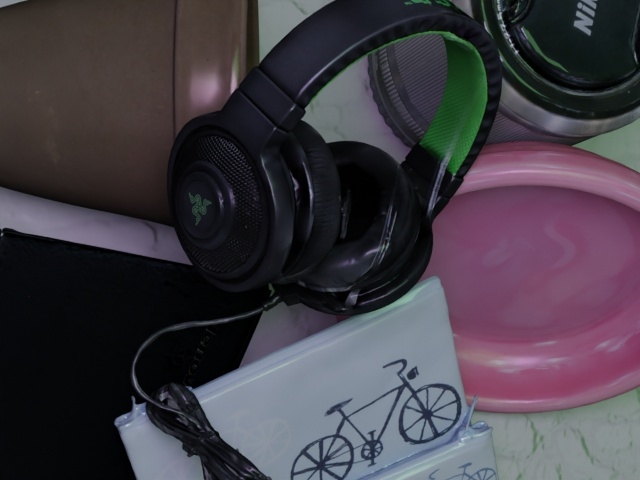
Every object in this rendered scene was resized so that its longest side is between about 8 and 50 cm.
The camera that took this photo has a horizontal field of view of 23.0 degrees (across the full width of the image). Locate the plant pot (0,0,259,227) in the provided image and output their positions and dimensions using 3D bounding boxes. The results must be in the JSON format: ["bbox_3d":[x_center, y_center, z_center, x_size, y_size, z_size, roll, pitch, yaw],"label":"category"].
[{"bbox_3d":[-0.168,-0.123,1.333,0.229,0.263,0.263,1,82,1],"label":"plant pot"}]

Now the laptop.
[{"bbox_3d":[-0.321,0.128,1.262,0.408,0.236,0.382,26,102,11],"label":"laptop"}]

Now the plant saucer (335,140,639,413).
[{"bbox_3d":[0.177,0.028,1.394,0.332,0.332,0.084,18,46,-15],"label":"plant saucer"}]

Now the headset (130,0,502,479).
[{"bbox_3d":[0.000,0.000,1.168,0.394,0.243,0.185,-53,57,14],"label":"headset"}]

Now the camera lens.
[{"bbox_3d":[0.179,-0.183,1.416,0.219,0.274,0.219,2,82,-18],"label":"camera lens"}]

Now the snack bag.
[{"bbox_3d":[0.012,0.223,1.357,0.323,0.037,0.342,-23,120,-19],"label":"snack bag"}]
